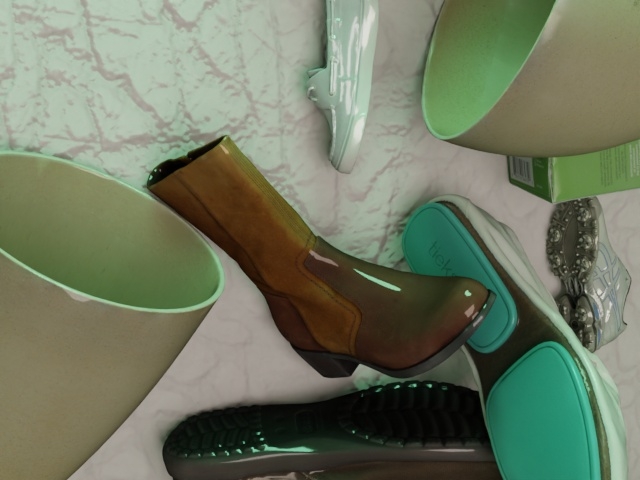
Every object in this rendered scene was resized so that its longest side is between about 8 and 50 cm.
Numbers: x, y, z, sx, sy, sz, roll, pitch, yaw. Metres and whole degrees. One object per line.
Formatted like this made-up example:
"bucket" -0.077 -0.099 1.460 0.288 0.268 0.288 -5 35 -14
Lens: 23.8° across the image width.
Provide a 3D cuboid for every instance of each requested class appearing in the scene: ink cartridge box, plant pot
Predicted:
"ink cartridge box" 0.306 -0.092 1.551 0.209 0.109 0.062 -9 105 -15
"plant pot" -0.258 0.101 1.369 0.256 0.256 0.274 20 112 -20
"plant pot" 0.245 -0.193 1.413 0.191 0.284 0.284 20 95 -17

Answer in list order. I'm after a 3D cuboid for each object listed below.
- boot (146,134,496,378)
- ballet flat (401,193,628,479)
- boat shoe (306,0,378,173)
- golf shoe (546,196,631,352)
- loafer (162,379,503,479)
"boot" 0.000 0.000 1.416 0.280 0.264 0.096 50 61 -21
"ballet flat" 0.210 0.118 1.452 0.139 0.400 0.139 -17 146 -12
"boat shoe" 0.017 -0.158 1.476 0.063 0.066 0.184 6 103 -4
"golf shoe" 0.290 0.028 1.607 0.086 0.069 0.176 -13 109 -35
"loafer" 0.031 0.229 1.517 0.366 0.134 0.130 -4 113 5
